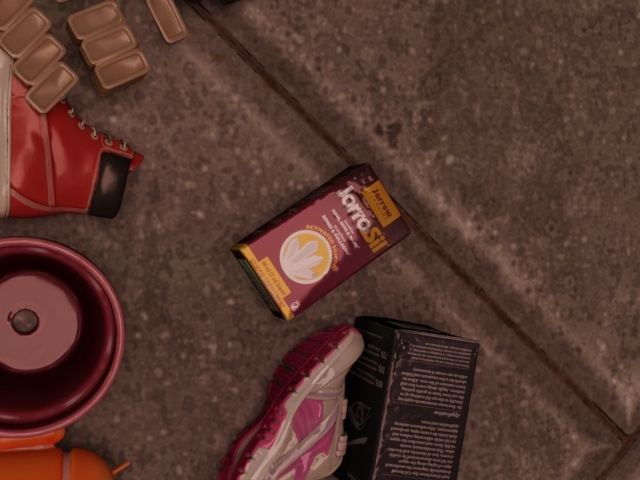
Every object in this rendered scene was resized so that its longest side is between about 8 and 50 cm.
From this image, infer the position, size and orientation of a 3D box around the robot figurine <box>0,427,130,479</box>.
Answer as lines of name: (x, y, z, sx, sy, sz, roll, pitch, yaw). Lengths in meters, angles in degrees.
robot figurine: (-0.319, 0.294, 1.012, 0.219, 0.158, 0.128, -1, 131, -15)

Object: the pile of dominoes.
pile of dominoes: (-0.279, -0.279, 1.005, 0.196, 0.040, 0.251, -29, 97, -21)

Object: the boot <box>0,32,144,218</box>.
boot: (-0.288, -0.146, 1.041, 0.176, 0.088, 0.244, -1, 88, -25)

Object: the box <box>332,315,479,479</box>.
box: (0.096, 0.204, 1.106, 0.108, 0.153, 0.207, 10, 90, -15)

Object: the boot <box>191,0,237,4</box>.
boot: (-0.086, -0.368, 1.092, 0.246, 0.083, 0.161, -17, 117, -29)

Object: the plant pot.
plant pot: (-0.312, 0.093, 0.981, 0.201, 0.180, 0.201, 0, 91, -14)

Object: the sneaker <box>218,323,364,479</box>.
sneaker: (-0.015, 0.218, 1.111, 0.111, 0.103, 0.252, 33, 89, -17)

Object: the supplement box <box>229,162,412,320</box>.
supplement box: (0.000, 0.000, 1.113, 0.188, 0.081, 0.104, -35, 99, -12)
